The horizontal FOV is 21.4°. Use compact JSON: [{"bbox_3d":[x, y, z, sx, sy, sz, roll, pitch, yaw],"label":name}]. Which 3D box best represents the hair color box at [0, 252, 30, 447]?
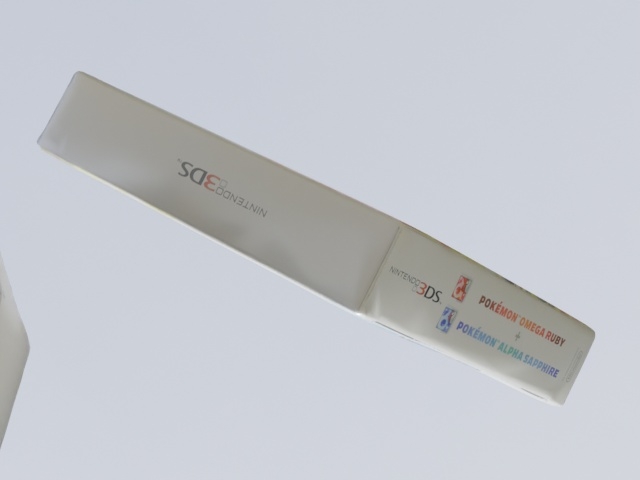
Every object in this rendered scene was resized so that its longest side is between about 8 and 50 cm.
[{"bbox_3d":[-0.208,0.106,0.625,0.105,0.174,0.347,1,-137,7],"label":"hair color box"}]

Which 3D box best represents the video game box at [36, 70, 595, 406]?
[{"bbox_3d":[0.000,0.000,0.780,0.205,0.048,0.187,26,-178,37],"label":"video game box"}]
